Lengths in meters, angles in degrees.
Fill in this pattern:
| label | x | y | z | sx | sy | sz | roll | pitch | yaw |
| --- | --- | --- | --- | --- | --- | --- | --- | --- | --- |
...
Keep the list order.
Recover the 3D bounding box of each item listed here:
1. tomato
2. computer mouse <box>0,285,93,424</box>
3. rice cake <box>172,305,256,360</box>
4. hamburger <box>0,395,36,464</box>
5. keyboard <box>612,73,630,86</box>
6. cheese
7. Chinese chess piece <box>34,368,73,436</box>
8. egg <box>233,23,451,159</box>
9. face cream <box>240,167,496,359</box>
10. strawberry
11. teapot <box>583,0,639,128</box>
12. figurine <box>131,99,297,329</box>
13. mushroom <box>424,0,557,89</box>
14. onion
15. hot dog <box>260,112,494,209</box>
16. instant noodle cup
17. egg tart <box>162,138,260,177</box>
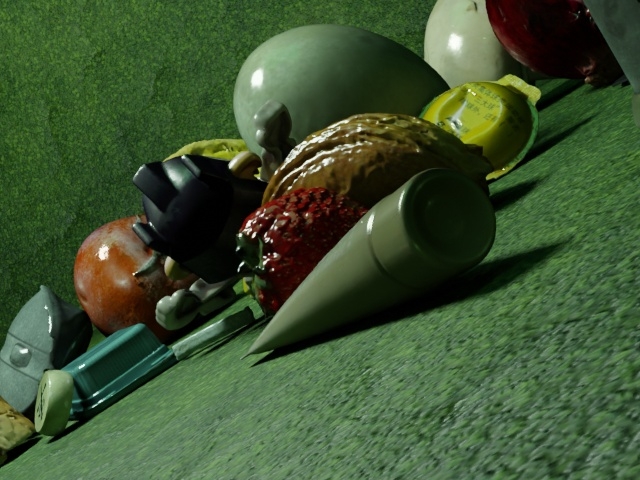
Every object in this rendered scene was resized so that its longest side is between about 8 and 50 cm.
| label | x | y | z | sx | sy | sz | roll | pitch | yaw |
| --- | --- | --- | --- | --- | --- | --- | --- | --- | --- |
| tomato | -0.292 | 0.070 | 1.881 | 0.189 | 0.232 | 0.232 | -56 | -9 | 28 |
| computer mouse | -0.427 | 0.175 | 1.758 | 0.374 | 0.114 | 0.203 | 148 | 144 | -80 |
| rice cake | -0.136 | 0.118 | 1.477 | 0.121 | 0.022 | 0.021 | -28 | 1 | 19 |
| hamburger | -0.552 | 0.248 | 1.595 | 0.330 | 0.209 | 0.162 | -25 | 7 | 33 |
| keyboard | 0.513 | -0.274 | 1.682 | 0.196 | 0.015 | 0.074 | -32 | 8 | -16 |
| cheese | 0.171 | -0.119 | 1.501 | 0.270 | 0.069 | 0.177 | -42 | 51 | -11 |
| Chinese chess piece | -0.338 | 0.205 | 1.469 | 0.034 | 0.084 | 0.084 | 11 | -14 | -23 |
| egg | 0.044 | -0.172 | 1.656 | 0.258 | 0.352 | 0.259 | -161 | 90 | -72 |
| face cream | 0.035 | 0.034 | 1.012 | 0.137 | 0.084 | 0.341 | -30 | -5 | -28 |
| strawberry | -0.013 | 0.009 | 1.225 | 0.148 | 0.131 | 0.131 | -26 | 2 | -23 |
| teapot | 0.303 | -0.287 | 1.090 | 0.200 | 0.337 | 0.270 | -29 | 6 | 29 |
| figurine | -0.104 | -0.025 | 1.426 | 0.143 | 0.309 | 0.308 | 12 | 29 | 31 |
| mushroom | 0.362 | -0.355 | 2.176 | 0.336 | 0.315 | 0.314 | -9 | 7 | 7 |
| onion | 0.427 | -0.408 | 1.866 | 0.341 | 0.341 | 0.341 | -30 | 4 | 2 |
| hot dog | 0.062 | -0.054 | 1.305 | 0.272 | 0.122 | 0.196 | -32 | -41 | 32 |
| instant noodle cup | -0.279 | 0.171 | 1.555 | 0.157 | 0.070 | 0.179 | -34 | 6 | -24 |
| egg tart | -0.107 | -0.042 | 1.863 | 0.345 | 0.132 | 0.345 | 8 | 27 | -4 |
